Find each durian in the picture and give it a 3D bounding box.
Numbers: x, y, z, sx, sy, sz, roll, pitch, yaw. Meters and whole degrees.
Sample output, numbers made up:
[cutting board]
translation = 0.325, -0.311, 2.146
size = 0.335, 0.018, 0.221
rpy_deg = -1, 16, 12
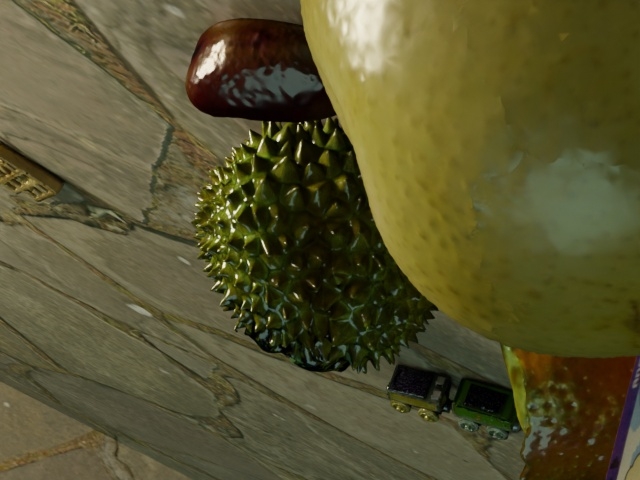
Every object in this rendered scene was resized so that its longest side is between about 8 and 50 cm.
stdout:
[durian]
translation = 0.001, -0.003, 1.118
size = 0.291, 0.225, 0.291
rpy_deg = 31, -169, -7

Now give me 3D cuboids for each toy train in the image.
[toy train]
translation = 0.187, 0.227, 1.622
size = 0.202, 0.060, 0.081
rpy_deg = 13, 148, 19

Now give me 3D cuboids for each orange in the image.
[orange]
translation = 0.279, 0.110, 1.070
size = 0.334, 0.262, 0.196
rpy_deg = 36, 119, -28

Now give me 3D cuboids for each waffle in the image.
[waffle]
translation = -0.407, -0.094, 1.486
size = 0.135, 0.021, 0.092
rpy_deg = 36, 151, -27

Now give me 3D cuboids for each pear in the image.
[pear]
translation = 0.157, -0.103, 0.621
size = 0.348, 0.348, 0.348
rpy_deg = 18, 156, 8

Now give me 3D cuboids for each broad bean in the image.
[broad bean]
translation = -0.039, -0.145, 1.005
size = 0.165, 0.084, 0.114
rpy_deg = 9, 170, 13

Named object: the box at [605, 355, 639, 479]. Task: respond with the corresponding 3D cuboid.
[box]
translation = 0.419, 0.113, 0.835
size = 0.257, 0.349, 0.318
rpy_deg = 32, 155, -22
